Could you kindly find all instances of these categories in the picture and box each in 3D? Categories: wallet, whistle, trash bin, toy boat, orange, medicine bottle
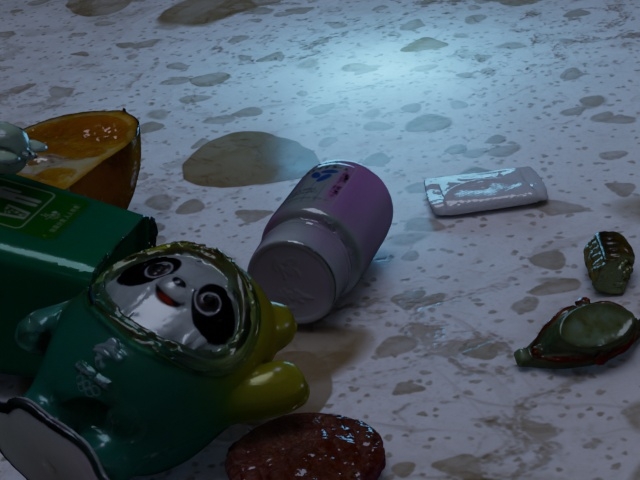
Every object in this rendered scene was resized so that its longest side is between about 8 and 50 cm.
[{"bbox_3d":[0.254,-0.079,2.292,0.183,0.032,0.124,-8,24,0],"label":"wallet"},{"bbox_3d":[-0.471,-0.128,1.909,0.235,0.077,0.114,13,21,15],"label":"whistle"},{"bbox_3d":[-0.426,0.058,1.941,0.381,0.295,0.259,13,30,14],"label":"trash bin"},{"bbox_3d":[0.331,0.116,1.835,0.185,0.071,0.089,-13,69,-12],"label":"toy boat"},{"bbox_3d":[-0.408,-0.097,2.250,0.274,0.274,0.310,4,63,21],"label":"orange"},{"bbox_3d":[0.000,0.000,2.057,0.152,0.152,0.254,4,27,20],"label":"medicine bottle"}]

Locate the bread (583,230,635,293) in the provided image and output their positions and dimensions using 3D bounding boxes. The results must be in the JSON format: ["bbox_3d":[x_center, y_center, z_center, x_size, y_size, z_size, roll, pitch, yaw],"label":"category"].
[{"bbox_3d":[0.393,0.026,2.017,0.066,0.060,0.110,-32,20,16],"label":"bread"}]

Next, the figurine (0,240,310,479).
[{"bbox_3d":[-0.195,0.150,1.700,0.323,0.231,0.340,32,54,22],"label":"figurine"}]

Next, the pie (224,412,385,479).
[{"bbox_3d":[-0.016,0.250,1.670,0.182,0.049,0.182,-4,26,2],"label":"pie"}]
